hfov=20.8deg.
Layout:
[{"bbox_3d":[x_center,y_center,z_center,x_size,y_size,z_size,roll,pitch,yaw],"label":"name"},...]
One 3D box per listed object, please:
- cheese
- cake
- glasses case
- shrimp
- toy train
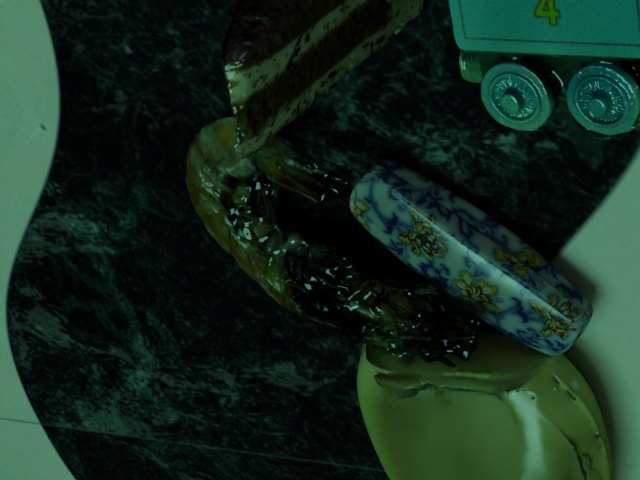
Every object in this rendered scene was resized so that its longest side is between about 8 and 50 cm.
[{"bbox_3d":[0.177,0.226,1.736,0.259,0.128,0.316,7,126,42],"label":"cheese"},{"bbox_3d":[0.010,-0.175,1.394,0.135,0.246,0.112,1,129,12],"label":"cake"},{"bbox_3d":[0.137,0.015,1.601,0.248,0.065,0.087,37,149,5],"label":"glasses case"},{"bbox_3d":[0.000,0.000,1.641,0.365,0.071,0.233,26,146,39],"label":"shrimp"},{"bbox_3d":[0.198,-0.167,1.362,0.198,0.107,0.154,6,123,32],"label":"toy train"}]
